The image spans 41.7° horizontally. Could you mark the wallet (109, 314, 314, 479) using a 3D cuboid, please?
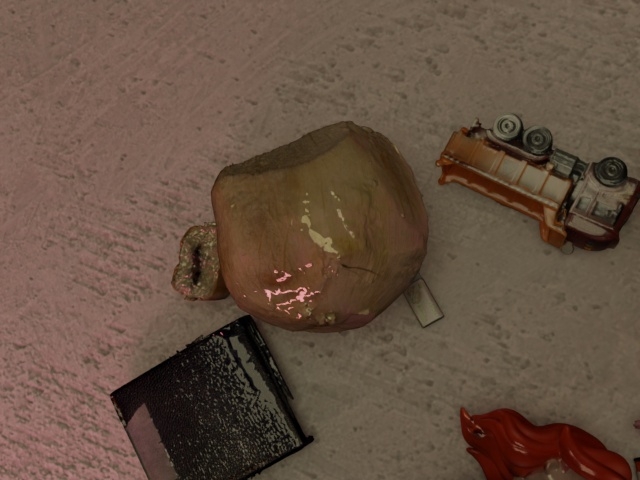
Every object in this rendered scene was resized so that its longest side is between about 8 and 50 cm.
[{"bbox_3d":[-0.167,0.266,1.273,0.262,0.071,0.220,-30,81,10],"label":"wallet"}]

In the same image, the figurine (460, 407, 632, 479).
[{"bbox_3d":[0.259,0.325,1.104,0.257,0.208,0.180,-35,115,-23],"label":"figurine"}]

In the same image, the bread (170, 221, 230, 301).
[{"bbox_3d":[-0.174,0.032,1.284,0.082,0.106,0.125,12,88,8],"label":"bread"}]

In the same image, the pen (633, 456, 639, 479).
[{"bbox_3d":[0.458,0.413,1.127,0.028,0.028,0.239,-10,79,11],"label":"pen"}]

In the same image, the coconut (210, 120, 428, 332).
[{"bbox_3d":[0.000,0.000,1.160,0.297,0.297,0.254,-22,76,8],"label":"coconut"}]

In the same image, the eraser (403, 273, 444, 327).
[{"bbox_3d":[0.148,0.086,1.249,0.038,0.019,0.083,-31,76,7],"label":"eraser"}]

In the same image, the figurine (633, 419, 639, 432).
[{"bbox_3d":[0.593,0.279,1.028,0.316,0.284,0.206,-10,73,-17],"label":"figurine"}]

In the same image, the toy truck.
[{"bbox_3d":[0.307,-0.082,1.192,0.271,0.114,0.135,26,84,15],"label":"toy truck"}]
